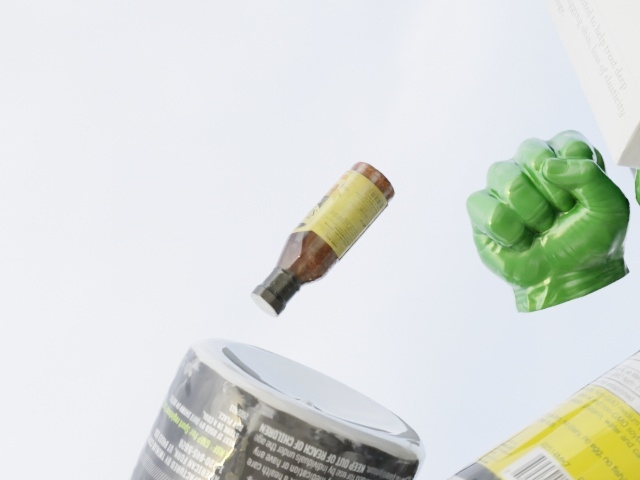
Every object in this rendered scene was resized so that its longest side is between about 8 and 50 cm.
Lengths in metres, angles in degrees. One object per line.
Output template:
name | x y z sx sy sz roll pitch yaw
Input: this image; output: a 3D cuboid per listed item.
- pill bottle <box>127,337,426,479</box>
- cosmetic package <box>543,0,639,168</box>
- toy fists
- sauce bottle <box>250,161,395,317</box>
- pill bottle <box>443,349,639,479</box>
pill bottle | -0.055 0.182 0.900 0.130 0.130 0.245 20 -83 -43
cosmetic package | 0.346 -0.138 1.124 0.385 0.217 0.156 8 -49 -18
toy fists | 0.265 -0.043 1.576 0.096 0.279 0.142 -53 -58 -79
sauce bottle | 0.000 0.000 1.296 0.128 0.042 0.042 -48 -55 -19
pill bottle | 0.169 0.117 0.894 0.208 0.119 0.119 -31 -62 -13
